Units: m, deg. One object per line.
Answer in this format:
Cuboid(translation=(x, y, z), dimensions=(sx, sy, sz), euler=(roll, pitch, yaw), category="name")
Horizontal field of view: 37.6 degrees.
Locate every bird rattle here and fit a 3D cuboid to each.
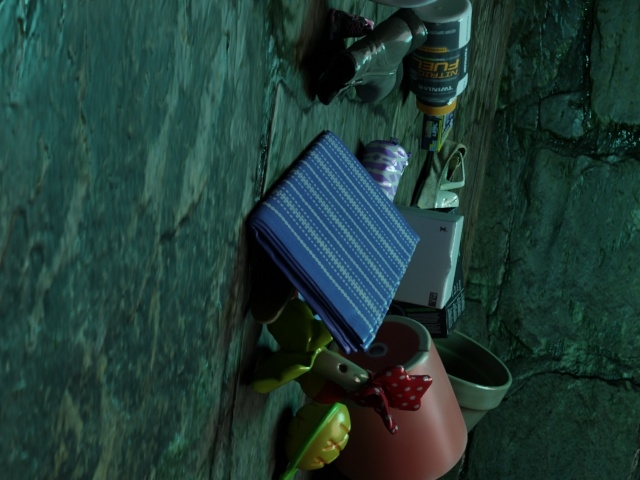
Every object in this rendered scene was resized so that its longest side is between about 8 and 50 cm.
Cuboid(translation=(0.026, 0.192, 1.379), dimensions=(0.207, 0.254, 0.143), euler=(135, -26, -72), category="bird rattle")

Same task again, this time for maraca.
Cuboid(translation=(-0.016, 0.339, 1.576), dimensions=(0.185, 0.099, 0.127), euler=(-57, 165, 18), category="maraca")

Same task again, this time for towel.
Cuboid(translation=(0.028, -0.007, 1.372), dimensions=(0.243, 0.040, 0.336), euler=(51, 32, -10), category="towel")

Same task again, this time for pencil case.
Cuboid(translation=(0.101, -0.083, 1.717), dimensions=(0.086, 0.088, 0.206), euler=(153, -45, -70), category="pencil case")

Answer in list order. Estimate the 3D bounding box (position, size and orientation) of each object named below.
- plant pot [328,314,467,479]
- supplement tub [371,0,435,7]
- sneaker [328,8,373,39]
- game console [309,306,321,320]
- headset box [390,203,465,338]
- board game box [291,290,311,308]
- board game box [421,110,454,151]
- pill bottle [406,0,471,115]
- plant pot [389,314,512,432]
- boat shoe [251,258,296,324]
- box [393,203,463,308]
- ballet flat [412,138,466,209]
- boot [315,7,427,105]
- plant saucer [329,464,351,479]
Cuboid(translation=(0.129, 0.294, 1.791), dimensions=(0.275, 0.275, 0.243), euler=(-60, 144, -51), category="plant pot")
Cuboid(translation=(0.144, -0.517, 1.361), dimensions=(0.207, 0.207, 0.338), euler=(80, 25, -52), category="supplement tub")
Cuboid(translation=(0.049, -0.326, 1.431), dimensions=(0.119, 0.057, 0.047), euler=(-39, 139, -65), category="sneaker")
Cuboid(translation=(0.020, 0.125, 1.498), dimensions=(0.122, 0.071, 0.107), euler=(-30, 129, -70), category="game console")
Cuboid(translation=(0.239, 0.058, 2.128), dimensions=(0.246, 0.131, 0.282), euler=(-29, 115, -70), category="headset box")
Cuboid(translation=(0.000, 0.000, 1.526), dimensions=(0.145, 0.027, 0.281), euler=(88, 20, -44), category="board game box")
Cuboid(translation=(0.297, -0.317, 2.333), dimensions=(0.170, 0.048, 0.141), euler=(-54, 153, -58), category="board game box")
Cuboid(translation=(0.243, -0.380, 1.946), dimensions=(0.245, 0.131, 0.130), euler=(85, 22, -43), category="pill bottle")
Cuboid(translation=(0.239, 0.368, 2.192), dimensions=(0.280, 0.323, 0.323), euler=(-66, 168, 16), category="plant pot")
Cuboid(translation=(-0.057, 0.059, 1.317), dimensions=(0.048, 0.056, 0.153), euler=(74, 23, -49), category="boat shoe")
Cuboid(translation=(0.184, 0.027, 1.910), dimensions=(0.119, 0.182, 0.180), euler=(-27, 127, -73), category="box")
Cuboid(translation=(0.304, -0.134, 2.370), dimensions=(0.107, 0.106, 0.315), euler=(76, 29, -57), category="ballet flat")
Cuboid(translation=(0.053, -0.255, 1.430), dimensions=(0.161, 0.083, 0.246), euler=(-35, 173, -20), category="boot")
Cuboid(translation=(0.081, 0.493, 1.872), dimensions=(0.258, 0.048, 0.259), euler=(-38, -166, 37), category="plant saucer")
